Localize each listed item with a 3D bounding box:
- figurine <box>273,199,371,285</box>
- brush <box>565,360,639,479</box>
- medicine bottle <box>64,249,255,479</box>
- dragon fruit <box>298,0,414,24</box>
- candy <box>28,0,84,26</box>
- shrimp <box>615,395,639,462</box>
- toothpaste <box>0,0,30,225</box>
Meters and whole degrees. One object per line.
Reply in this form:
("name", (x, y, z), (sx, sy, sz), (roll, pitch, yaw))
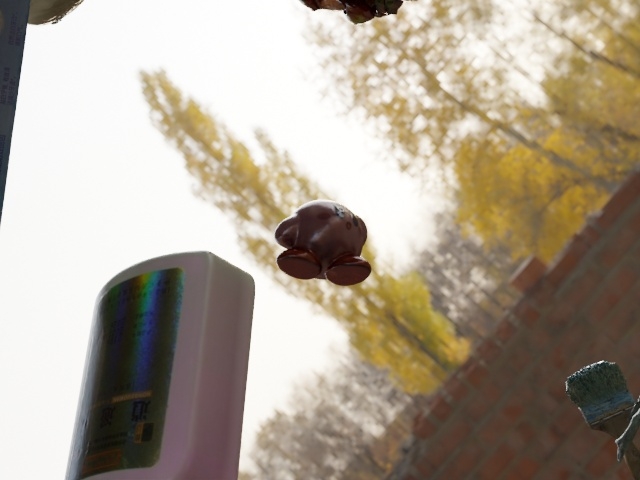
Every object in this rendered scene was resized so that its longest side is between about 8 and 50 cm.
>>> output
("figurine", (0.000, 0.000, 0.985), (0.067, 0.083, 0.071), (130, 149, -50))
("brush", (0.359, 0.230, 1.402), (0.070, 0.196, 0.021), (-27, 18, 11))
("medicine bottle", (-0.101, 0.119, 0.716), (0.115, 0.078, 0.219), (-20, 52, 35))
("dragon fruit", (0.037, -0.258, 1.021), (0.142, 0.175, 0.138), (4, -78, -32))
("candy", (-0.379, -0.438, 1.592), (0.295, 0.185, 0.295), (-26, -59, -54))
("shrimp", (0.287, 0.114, 0.837), (0.372, 0.172, 0.137), (94, 179, -52))
("toothpaste", (-0.272, -0.106, 0.923), (0.053, 0.066, 0.272), (151, 125, -68))
